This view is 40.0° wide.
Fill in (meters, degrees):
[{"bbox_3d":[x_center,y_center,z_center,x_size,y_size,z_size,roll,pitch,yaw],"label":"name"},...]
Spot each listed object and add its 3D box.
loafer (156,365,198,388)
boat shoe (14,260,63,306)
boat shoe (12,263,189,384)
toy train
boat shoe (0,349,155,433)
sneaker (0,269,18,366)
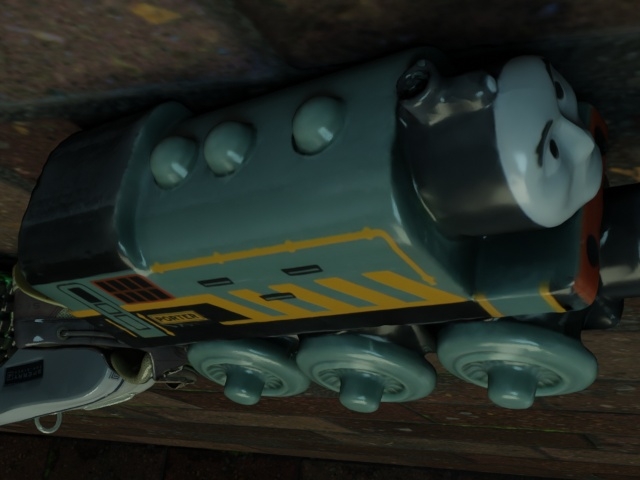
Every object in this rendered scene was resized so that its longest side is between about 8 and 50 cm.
[{"bbox_3d":[-0.220,0.199,1.282,0.045,0.039,0.125,-1,160,21],"label":"loafer"},{"bbox_3d":[-0.181,0.037,0.752,0.153,0.056,0.048,1,158,-7],"label":"boat shoe"},{"bbox_3d":[-0.176,0.095,0.861,0.103,0.092,0.285,-8,157,38],"label":"boat shoe"},{"bbox_3d":[0.000,0.000,0.455,0.334,0.142,0.190,-8,147,38],"label":"toy train"},{"bbox_3d":[-0.361,0.178,1.157,0.367,0.135,0.156,-14,157,27],"label":"boat shoe"},{"bbox_3d":[-0.384,0.043,0.785,0.146,0.134,0.343,39,-175,27],"label":"sneaker"}]
